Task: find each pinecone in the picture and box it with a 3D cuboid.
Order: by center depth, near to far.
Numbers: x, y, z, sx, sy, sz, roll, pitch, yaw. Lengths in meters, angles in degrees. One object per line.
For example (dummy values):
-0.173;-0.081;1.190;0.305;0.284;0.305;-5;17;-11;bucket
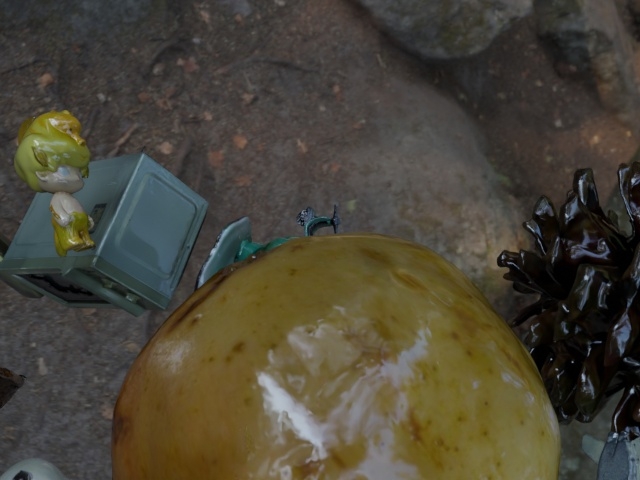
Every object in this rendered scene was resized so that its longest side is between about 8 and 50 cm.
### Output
0.408;0.074;0.999;0.398;0.398;0.397;7;79;-41;pinecone

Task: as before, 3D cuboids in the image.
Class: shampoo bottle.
-0.727;0.019;1.723;0.084;0.126;0.350;-61;156;-19;shampoo bottle

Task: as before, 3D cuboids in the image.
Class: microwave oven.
-0.435;-0.005;1.602;0.218;0.355;0.286;40;58;-40;microwave oven

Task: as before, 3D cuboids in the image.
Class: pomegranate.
0.026;0.197;0.689;0.410;0.410;0.409;7;79;-41;pomegranate

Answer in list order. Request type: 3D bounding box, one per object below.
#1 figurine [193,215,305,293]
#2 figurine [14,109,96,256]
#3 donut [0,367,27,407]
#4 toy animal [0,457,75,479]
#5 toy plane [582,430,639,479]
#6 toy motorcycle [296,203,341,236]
-0.026;0.105;1.343;0.231;0.340;0.323;99;17;-44;figurine
-0.437;-0.101;1.304;0.156;0.131;0.246;24;49;-75;figurine
-0.587;0.213;1.222;0.217;0.141;0.085;29;79;-13;donut
-0.595;0.605;1.693;0.267;0.213;0.212;34;62;-16;toy animal
0.304;0.322;0.812;0.088;0.192;0.261;36;55;-20;toy plane
0.000;0.000;1.713;0.058;0.100;0.173;50;31;-64;toy motorcycle
